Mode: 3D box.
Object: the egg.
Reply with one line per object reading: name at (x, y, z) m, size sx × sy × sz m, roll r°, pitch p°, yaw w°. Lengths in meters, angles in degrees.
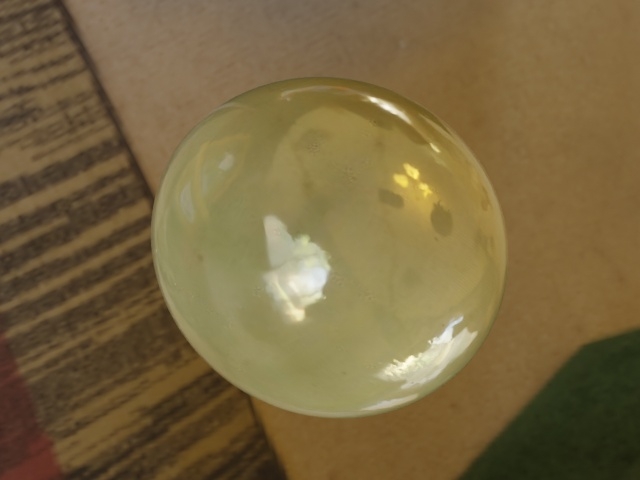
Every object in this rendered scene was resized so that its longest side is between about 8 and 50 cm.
egg at (0.000, 0.000, 0.878) m, size 0.186 × 0.241 × 0.186 m, roll -11°, pitch 114°, yaw -26°
